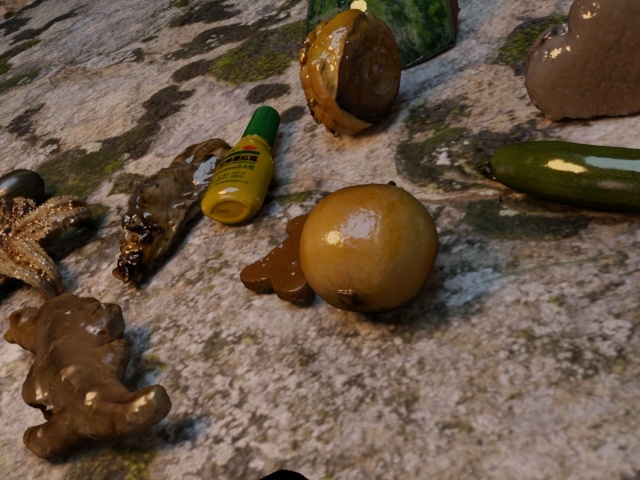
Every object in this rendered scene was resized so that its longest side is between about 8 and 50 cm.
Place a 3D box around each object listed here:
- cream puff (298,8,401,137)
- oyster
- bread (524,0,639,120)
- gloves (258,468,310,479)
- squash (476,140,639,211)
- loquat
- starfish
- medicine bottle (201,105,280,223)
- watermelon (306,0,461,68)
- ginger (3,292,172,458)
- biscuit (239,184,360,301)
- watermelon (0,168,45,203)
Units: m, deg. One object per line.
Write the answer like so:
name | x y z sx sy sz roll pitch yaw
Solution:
cream puff | 0.039 -0.251 1.136 0.130 0.189 0.189 6 45 43
oyster | -0.224 -0.061 1.132 0.129 0.078 0.345 2 39 21
bread | 0.414 -0.255 0.904 0.338 0.183 0.102 -4 32 26
gloves | -0.076 0.278 0.553 0.203 0.124 0.164 -50 15 0
squash | 0.302 -0.071 0.821 0.319 0.080 0.071 10 85 41
loquat | 0.053 0.008 0.808 0.163 0.137 0.163 -30 34 23
starfish | -0.507 0.020 1.160 0.304 0.113 0.312 -8 29 19
medicine bottle | -0.108 -0.123 1.142 0.095 0.064 0.260 -10 36 20
watermelon | 0.084 -0.392 1.328 0.305 0.223 0.180 -7 -6 28
ginger | -0.289 0.154 0.879 0.166 0.080 0.333 -46 44 -4
biscuit | 0.000 0.000 0.939 0.138 0.031 0.205 10 49 46
watermelon | -0.549 -0.087 1.348 0.111 0.078 0.078 -40 37 -23
